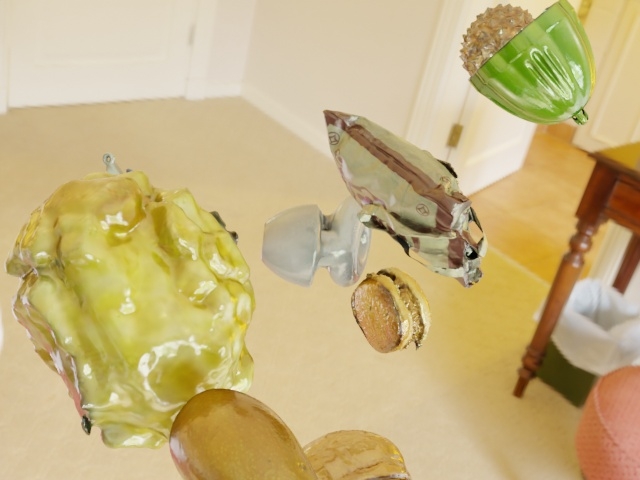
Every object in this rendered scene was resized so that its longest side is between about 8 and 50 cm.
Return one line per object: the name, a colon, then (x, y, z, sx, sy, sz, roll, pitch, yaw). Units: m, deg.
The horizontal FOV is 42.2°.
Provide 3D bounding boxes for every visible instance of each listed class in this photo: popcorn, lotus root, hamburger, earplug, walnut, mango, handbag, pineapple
popcorn: (-0.191, 0.072, 0.843, 0.215, 0.252, 0.286, -27, 92, -58)
lotus root: (0.339, -0.237, 1.226, 0.186, 0.186, 0.186, 11, 28, -6)
hamburger: (0.153, 0.150, 1.812, 0.118, 0.182, 0.191, -15, 7, -34)
earplug: (0.009, 0.003, 1.858, 0.325, 0.214, 0.175, -6, 16, -45)
walnut: (0.035, 0.322, 1.089, 0.180, 0.144, 0.144, -6, 32, -11)
mango: (-0.046, 0.215, 0.691, 0.099, 0.136, 0.227, -31, 57, -17)
handbag: (0.108, -0.057, 1.074, 0.127, 0.213, 0.235, -40, 58, -4)
pineapple: (0.357, -0.384, 1.621, 0.166, 0.166, 0.193, 21, 47, 14)

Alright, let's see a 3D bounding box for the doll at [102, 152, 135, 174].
doll: (-0.256, -0.020, 1.087, 0.096, 0.195, 0.070, -14, -2, 26)
